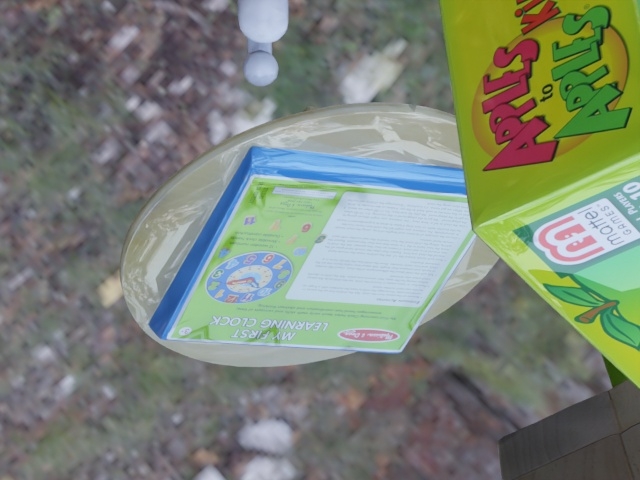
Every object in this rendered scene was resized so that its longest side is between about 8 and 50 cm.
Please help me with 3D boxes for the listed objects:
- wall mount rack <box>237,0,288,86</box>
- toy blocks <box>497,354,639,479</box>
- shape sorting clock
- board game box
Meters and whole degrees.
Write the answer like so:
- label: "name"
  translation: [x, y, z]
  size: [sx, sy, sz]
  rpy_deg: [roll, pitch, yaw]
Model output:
- label: "wall mount rack"
  translation: [0.075, -0.126, 0.833]
  size: [0.350, 0.304, 0.130]
  rpy_deg: [0, 88, -2]
- label: "toy blocks"
  translation: [0.161, 0.204, 0.641]
  size: [0.191, 0.381, 0.261]
  rpy_deg: [-26, 102, 8]
- label: "shape sorting clock"
  translation: [0.000, 0.000, 0.996]
  size: [0.206, 0.040, 0.206]
  rpy_deg: [-12, 141, -10]
- label: "board game box"
  translation: [0.092, -0.002, 0.451]
  size: [0.043, 0.092, 0.181]
  rpy_deg: [-25, 138, 24]
